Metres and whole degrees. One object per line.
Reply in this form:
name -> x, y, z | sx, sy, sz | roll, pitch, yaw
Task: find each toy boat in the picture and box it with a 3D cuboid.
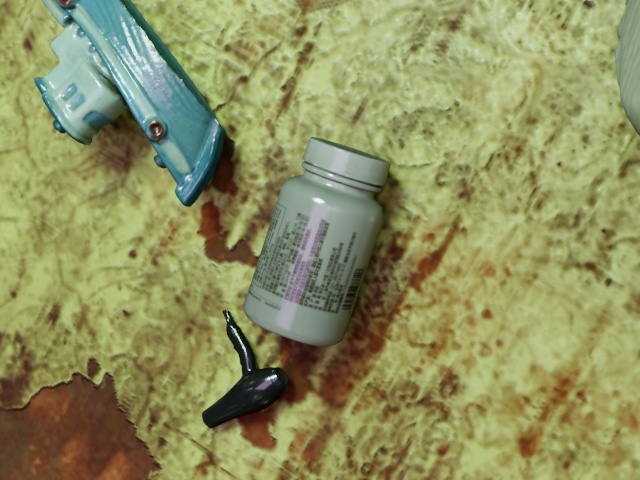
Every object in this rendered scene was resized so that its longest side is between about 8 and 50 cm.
toy boat -> -0.156, -0.114, 0.924 | 0.102, 0.088, 0.215 | -39, 78, 6

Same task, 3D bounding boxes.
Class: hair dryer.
hair dryer -> -0.068, 0.097, 0.945 | 0.079, 0.031, 0.083 | -30, 69, 26

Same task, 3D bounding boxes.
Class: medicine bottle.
medicine bottle -> 0.000, 0.000, 0.885 | 0.079, 0.079, 0.140 | 20, 98, 16

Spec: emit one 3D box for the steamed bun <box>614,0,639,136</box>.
steamed bun -> 0.334, -0.137, 0.674 | 0.309, 0.309, 0.309 | 1, 92, 18
